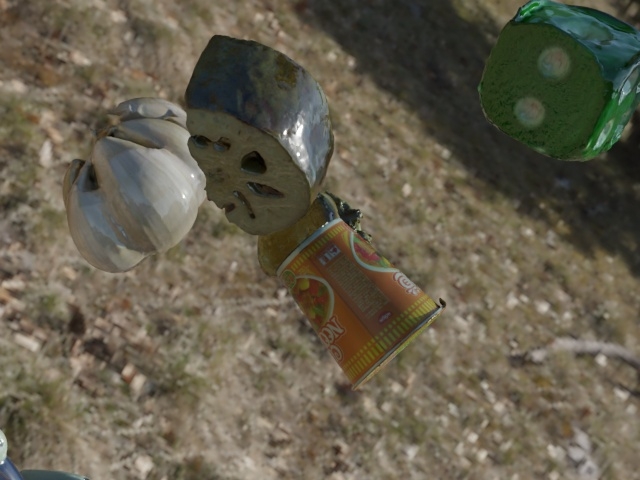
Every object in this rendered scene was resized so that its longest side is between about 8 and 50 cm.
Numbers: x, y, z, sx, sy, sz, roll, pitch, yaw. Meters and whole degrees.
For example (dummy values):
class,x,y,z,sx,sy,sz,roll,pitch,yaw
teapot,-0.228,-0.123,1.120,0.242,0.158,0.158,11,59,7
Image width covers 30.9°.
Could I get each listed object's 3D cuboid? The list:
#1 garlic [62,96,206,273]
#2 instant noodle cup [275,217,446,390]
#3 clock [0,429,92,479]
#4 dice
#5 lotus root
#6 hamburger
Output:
class,x,y,z,sx,sy,sz,roll,pitch,yaw
garlic,-0.247,-0.087,1.610,0.184,0.281,0.203,8,-40,46
instant noodle cup,0.044,0.073,1.514,0.185,0.168,0.168,48,20,7
clock,-0.268,0.242,0.908,0.243,0.146,0.200,26,57,-65
dice,0.236,-0.154,1.111,0.131,0.120,0.128,30,30,21
lotus root,-0.064,-0.114,1.321,0.235,0.138,0.119,67,27,-45
hamburger,0.000,0.000,1.727,0.185,0.159,0.131,-1,-15,38
